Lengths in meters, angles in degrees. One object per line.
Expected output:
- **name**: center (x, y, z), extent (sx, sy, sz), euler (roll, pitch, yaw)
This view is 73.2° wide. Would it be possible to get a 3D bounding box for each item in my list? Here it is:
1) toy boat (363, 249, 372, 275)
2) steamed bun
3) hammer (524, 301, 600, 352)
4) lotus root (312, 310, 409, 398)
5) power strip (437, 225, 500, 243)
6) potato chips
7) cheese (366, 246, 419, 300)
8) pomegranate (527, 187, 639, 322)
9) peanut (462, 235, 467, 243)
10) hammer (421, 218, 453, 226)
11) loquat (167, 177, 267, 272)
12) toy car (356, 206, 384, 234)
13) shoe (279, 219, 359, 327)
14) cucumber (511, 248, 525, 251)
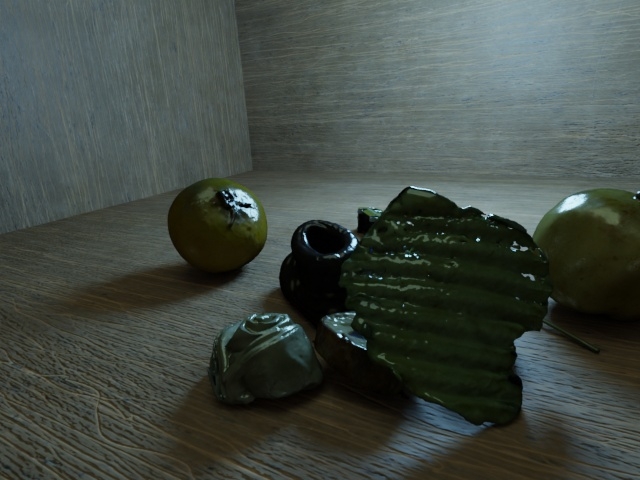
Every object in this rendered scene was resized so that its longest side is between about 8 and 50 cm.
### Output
- **toy boat**: center (0.118, 0.065, 1.369), extent (0.129, 0.088, 0.295), euler (-8, 7, -12)
- **steamed bun**: center (-0.116, 0.209, 0.838), extent (0.211, 0.144, 0.218), euler (-10, 18, -16)
- **hammer**: center (0.524, 0.183, 0.950), extent (0.028, 0.060, 0.195), euler (-11, 23, -23)
- **lotus root**: center (0.073, 0.206, 0.854), extent (0.170, 0.075, 0.260), euler (12, 12, -27)
- **power strip**: center (0.518, -0.015, 1.546), extent (0.256, 0.070, 0.105), euler (-4, 16, 5)
- **potato chips**: center (0.228, 0.102, 0.785), extent (0.389, 0.097, 0.373), euler (29, 68, 7)
- **cheese**: center (0.168, 0.112, 0.932), extent (0.083, 0.204, 0.320), euler (15, 35, -20)
- **pomegranate**: center (0.666, 0.023, 1.001), extent (0.332, 0.333, 0.332), euler (-3, 17, 1)
- **peanut**: center (0.429, 0.020, 1.442), extent (0.174, 0.080, 0.080), euler (-11, 19, -33)
- **hammer**: center (0.471, -0.074, 1.668), extent (0.137, 0.037, 0.290), euler (-2, -1, -22)
- **loquat**: center (-0.347, -0.038, 1.450), extent (0.328, 0.328, 0.359), euler (-19, -20, -40)
- **toy car**: center (0.225, -0.067, 1.720), extent (0.124, 0.101, 0.257), euler (-4, 16, -12)
- **shoe**: center (-0.012, 0.060, 1.136), extent (0.171, 0.237, 0.384), euler (-9, 19, -17)
- **cucumber**: center (0.651, 0.056, 1.350), extent (0.163, 0.043, 0.039), euler (17, 64, 52)
